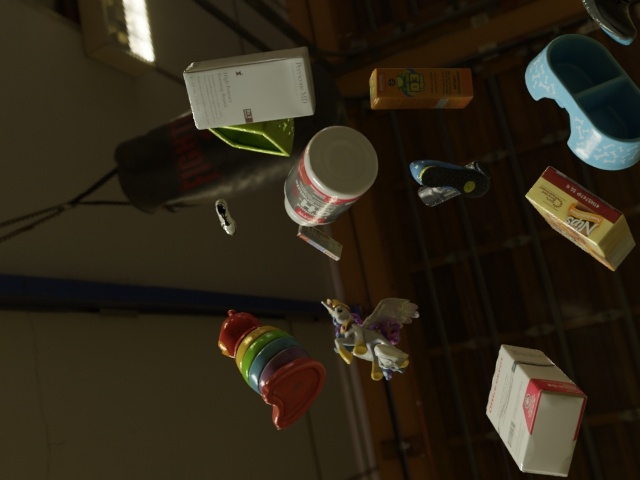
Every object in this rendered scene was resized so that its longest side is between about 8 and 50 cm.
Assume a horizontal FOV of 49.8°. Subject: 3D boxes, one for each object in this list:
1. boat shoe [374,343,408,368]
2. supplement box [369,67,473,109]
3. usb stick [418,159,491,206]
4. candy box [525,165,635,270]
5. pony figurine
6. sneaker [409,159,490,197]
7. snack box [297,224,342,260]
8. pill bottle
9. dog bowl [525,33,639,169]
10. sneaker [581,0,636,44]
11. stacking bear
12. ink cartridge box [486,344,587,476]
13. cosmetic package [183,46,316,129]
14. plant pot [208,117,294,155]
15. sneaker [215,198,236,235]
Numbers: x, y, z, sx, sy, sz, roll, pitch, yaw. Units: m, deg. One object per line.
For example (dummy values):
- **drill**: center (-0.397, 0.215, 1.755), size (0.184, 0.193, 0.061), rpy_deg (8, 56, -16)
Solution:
- **boat shoe**: center (0.193, 0.335, 1.955), size (0.063, 0.066, 0.184), rpy_deg (-65, -23, -1)
- **supplement box**: center (0.237, -0.359, 1.631), size (0.080, 0.233, 0.078), rpy_deg (111, 156, -80)
- **usb stick**: center (0.402, -0.170, 2.090), size (0.077, 0.278, 0.045), rpy_deg (45, -122, -13)
- **candy box**: center (0.580, -0.042, 1.519), size (0.183, 0.088, 0.316), rpy_deg (43, -169, 29)
- **pony figurine**: center (0.187, 0.352, 2.529), size (0.351, 0.303, 0.363), rpy_deg (20, -159, -24)
- **sneaker**: center (0.308, -0.156, 1.641), size (0.209, 0.069, 0.082), rpy_deg (9, -156, -25)
- **snack box**: center (0.000, 0.000, 2.422), size (0.178, 0.022, 0.064), rpy_deg (33, -134, -21)
- **pill bottle**: center (0.010, -0.141, 1.704), size (0.318, 0.176, 0.176), rpy_deg (135, 126, -68)
- **dog bowl**: center (0.528, -0.279, 1.339), size (0.297, 0.165, 0.074), rpy_deg (62, 165, 21)
- **sneaker**: center (0.769, -0.682, 1.844), size (0.125, 0.139, 0.341), rpy_deg (4, -120, -51)
- **stacking bear**: center (-0.137, 0.274, 1.636), size (0.164, 0.289, 0.175), rpy_deg (-36, -43, -22)
- **ink cartridge box**: center (0.432, 0.338, 1.406), size (0.237, 0.100, 0.172), rpy_deg (-103, 22, -77)
- **cosmetic package**: center (-0.131, -0.290, 1.316), size (0.085, 0.231, 0.117), rpy_deg (-84, -15, -61)
- **plant pot**: center (-0.201, -0.406, 2.153), size (0.227, 0.228, 0.207), rpy_deg (34, -110, -68)
- **sneaker**: center (-0.272, -0.063, 1.961), size (0.044, 0.040, 0.109), rpy_deg (-97, -17, -76)
